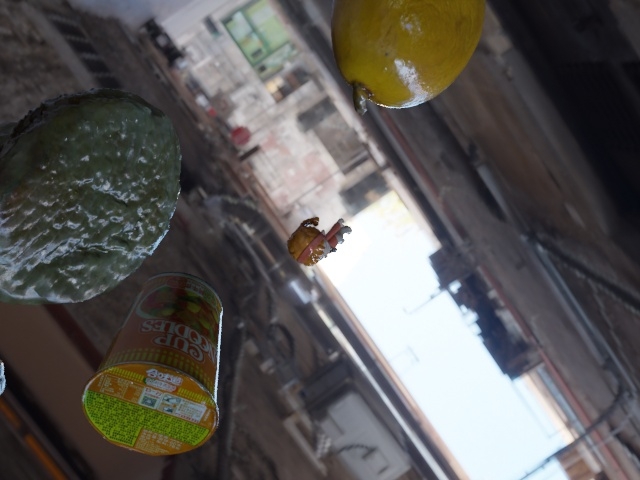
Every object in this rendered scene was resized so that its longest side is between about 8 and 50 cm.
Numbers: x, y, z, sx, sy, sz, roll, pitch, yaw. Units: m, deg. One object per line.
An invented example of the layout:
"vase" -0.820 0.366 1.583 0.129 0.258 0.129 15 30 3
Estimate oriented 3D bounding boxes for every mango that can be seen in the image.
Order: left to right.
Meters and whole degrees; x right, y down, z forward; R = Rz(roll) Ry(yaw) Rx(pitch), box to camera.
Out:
"mango" 0.109 -0.280 1.129 0.119 0.176 0.317 151 -40 -72

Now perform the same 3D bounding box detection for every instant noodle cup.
"instant noodle cup" -0.191 0.142 1.215 0.168 0.168 0.185 -29 -150 27

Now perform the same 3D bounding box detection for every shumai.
"shumai" -0.292 -0.066 1.032 0.272 0.222 0.203 -14 -148 -43

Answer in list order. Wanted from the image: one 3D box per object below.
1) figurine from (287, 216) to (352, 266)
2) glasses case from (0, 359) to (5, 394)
"figurine" 0.000 0.000 1.057 0.064 0.047 0.109 -54 164 23
"glasses case" -0.537 0.212 1.270 0.156 0.098 0.425 -3 -176 1
